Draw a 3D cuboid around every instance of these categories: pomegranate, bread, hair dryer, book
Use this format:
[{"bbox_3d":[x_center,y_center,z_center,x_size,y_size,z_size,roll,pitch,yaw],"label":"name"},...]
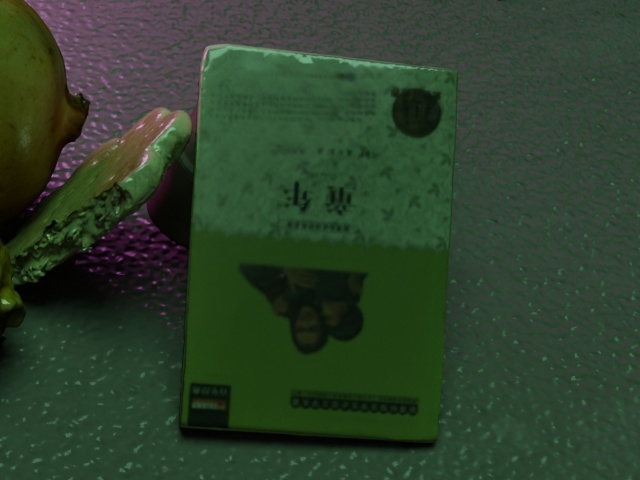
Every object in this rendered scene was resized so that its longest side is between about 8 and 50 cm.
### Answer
[{"bbox_3d":[-0.356,-0.135,1.568,0.264,0.264,0.264,4,42,-4],"label":"pomegranate"},{"bbox_3d":[-0.207,-0.047,1.538,0.039,0.251,0.182,48,39,-16],"label":"bread"},{"bbox_3d":[-0.022,-0.118,1.678,0.107,0.189,0.344,43,35,15],"label":"hair dryer"},{"bbox_3d":[0.000,0.000,1.472,0.239,0.035,0.352,4,83,-6],"label":"book"}]

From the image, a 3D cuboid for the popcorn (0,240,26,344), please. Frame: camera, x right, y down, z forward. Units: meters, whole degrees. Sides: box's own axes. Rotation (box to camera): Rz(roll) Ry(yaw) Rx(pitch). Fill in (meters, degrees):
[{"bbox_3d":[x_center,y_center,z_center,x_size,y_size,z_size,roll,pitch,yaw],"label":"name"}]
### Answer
[{"bbox_3d":[-0.338,0.059,1.445,0.152,0.148,0.167,46,65,-8],"label":"popcorn"}]
